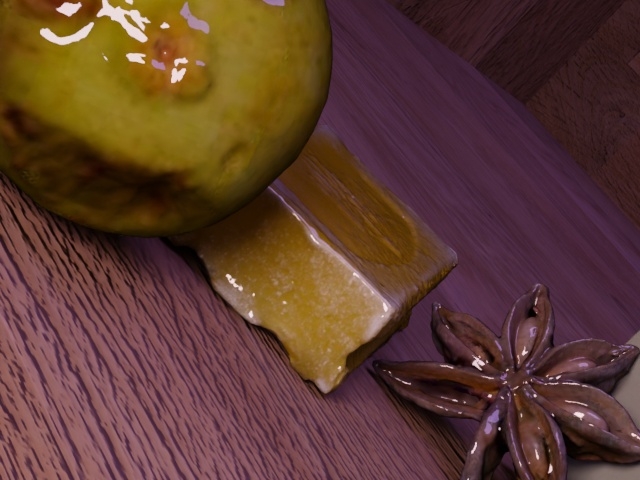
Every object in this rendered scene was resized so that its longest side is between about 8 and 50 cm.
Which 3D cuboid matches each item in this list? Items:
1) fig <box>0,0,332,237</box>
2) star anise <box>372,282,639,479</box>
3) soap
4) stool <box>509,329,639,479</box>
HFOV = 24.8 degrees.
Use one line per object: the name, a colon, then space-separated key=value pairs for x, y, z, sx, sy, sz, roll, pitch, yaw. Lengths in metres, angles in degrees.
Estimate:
fig: x=-0.118 y=-0.125 z=0.936 sx=0.239 sy=0.239 sz=0.271 roll=39 pitch=3 yaw=-16
star anise: x=0.164 y=0.119 z=1.137 sx=0.212 sy=0.197 sz=0.073 roll=54 pitch=-21 yaw=36
soap: x=0.000 y=0.000 z=1.166 sx=0.199 sy=0.091 sz=0.315 roll=47 pitch=15 yaw=6
stool: x=0.345 y=0.189 z=1.191 sx=0.244 sy=0.269 sz=0.170 roll=32 pitch=19 yaw=-36
